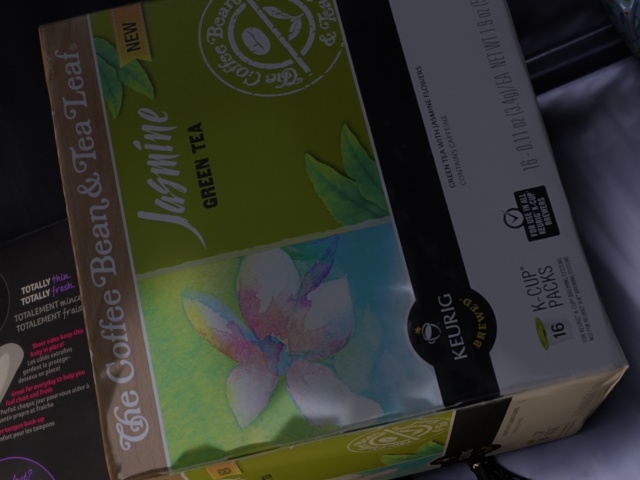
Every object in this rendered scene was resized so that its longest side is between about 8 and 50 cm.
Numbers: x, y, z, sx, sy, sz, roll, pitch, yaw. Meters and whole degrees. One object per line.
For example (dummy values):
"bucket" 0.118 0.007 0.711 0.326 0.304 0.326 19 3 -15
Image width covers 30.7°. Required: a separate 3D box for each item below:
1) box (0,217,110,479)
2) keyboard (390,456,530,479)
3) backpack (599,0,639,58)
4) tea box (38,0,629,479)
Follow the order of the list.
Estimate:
"box" -0.202 0.138 0.971 0.165 0.143 0.270 -18 70 23
"keyboard" 0.049 0.195 0.917 0.201 0.033 0.317 -41 65 8
"backpack" 0.253 -0.205 0.894 0.084 0.105 0.114 -22 64 15
"tea box" 0.000 0.000 0.836 0.323 0.220 0.329 -14 70 -1
